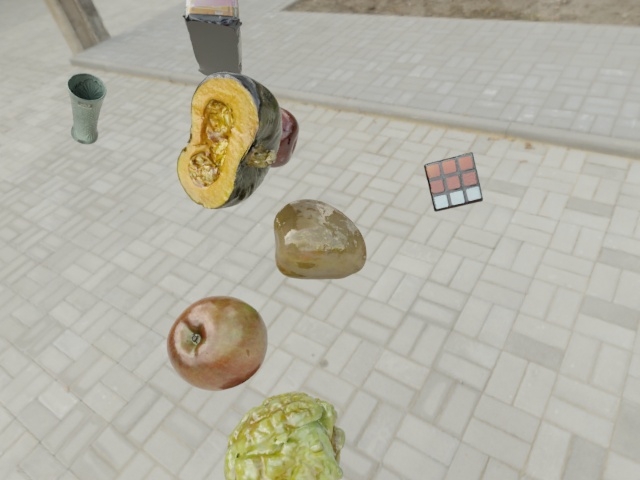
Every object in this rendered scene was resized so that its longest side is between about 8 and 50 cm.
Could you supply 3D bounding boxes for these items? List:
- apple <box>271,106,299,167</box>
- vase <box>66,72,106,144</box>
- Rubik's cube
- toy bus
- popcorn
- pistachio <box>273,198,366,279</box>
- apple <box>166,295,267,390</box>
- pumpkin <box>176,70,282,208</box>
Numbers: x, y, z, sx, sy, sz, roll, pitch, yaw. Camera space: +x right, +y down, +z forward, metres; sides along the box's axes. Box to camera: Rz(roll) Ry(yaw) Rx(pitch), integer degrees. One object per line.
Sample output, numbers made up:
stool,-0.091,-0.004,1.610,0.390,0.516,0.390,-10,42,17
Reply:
apple,-0.180,-0.374,1.639,0.201,0.218,0.218,12,47,2
vase,-0.671,-0.366,1.311,0.096,0.219,0.096,13,60,-23
Rubik's cube,0.440,-0.193,1.518,0.163,0.160,0.162,-13,4,14
toy bus,-0.335,-0.687,1.511,0.171,0.386,0.162,4,84,-8
popcorn,-0.094,0.534,1.128,0.274,0.279,0.335,13,41,42
pistachio,0.000,0.000,1.233,0.261,0.212,0.163,5,8,-15
apple,-0.204,0.201,0.910,0.188,0.174,0.188,-7,71,20
pumpkin,-0.186,-0.240,1.133,0.242,0.325,0.232,33,26,17
